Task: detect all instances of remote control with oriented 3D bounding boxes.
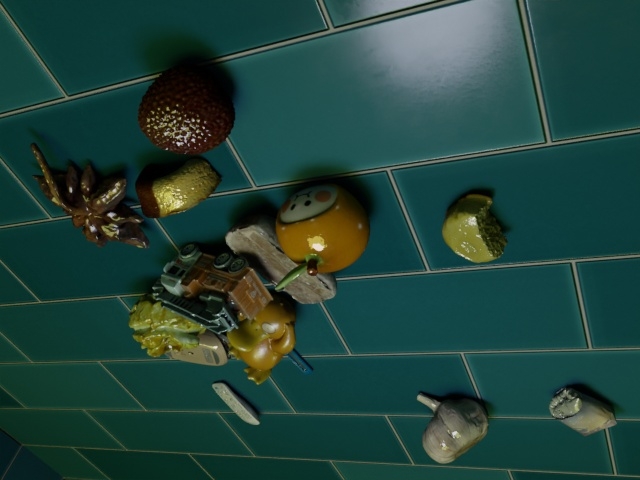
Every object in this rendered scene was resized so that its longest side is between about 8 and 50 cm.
[{"bbox_3d":[-0.289,0.571,2.337,0.073,0.044,0.229,-15,121,44],"label":"remote control"}]

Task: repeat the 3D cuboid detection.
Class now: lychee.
[{"bbox_3d":[-0.269,-0.262,1.345,0.195,0.194,0.194,10,138,10],"label":"lychee"}]

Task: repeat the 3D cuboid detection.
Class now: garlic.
[{"bbox_3d":[0.378,0.537,1.993,0.212,0.219,0.218,51,147,27],"label":"garlic"}]

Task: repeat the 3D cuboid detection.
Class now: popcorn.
[{"bbox_3d":[-0.443,0.232,1.932,0.221,0.183,0.204,-6,147,7],"label":"popcorn"}]

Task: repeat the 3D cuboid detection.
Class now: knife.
[{"bbox_3d":[-0.108,0.321,2.015,0.044,0.026,0.296,-24,123,23],"label":"knife"}]

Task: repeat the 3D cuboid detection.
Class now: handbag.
[{"bbox_3d":[0.714,0.466,1.828,0.173,0.095,0.117,29,132,-23],"label":"handbag"}]

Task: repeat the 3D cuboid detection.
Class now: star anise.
[{"bbox_3d":[-0.591,-0.092,1.691,0.293,0.108,0.349,6,136,7],"label":"star anise"}]

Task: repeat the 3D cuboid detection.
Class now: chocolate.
[{"bbox_3d":[-0.088,0.041,1.653,0.303,0.100,0.185,42,146,-18],"label":"chocolate"}]

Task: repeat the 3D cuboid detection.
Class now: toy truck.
[{"bbox_3d":[-0.302,0.126,1.719,0.338,0.184,0.133,13,143,41],"label":"toy truck"}]

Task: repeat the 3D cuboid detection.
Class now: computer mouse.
[{"bbox_3d":[-0.390,0.322,2.075,0.237,0.081,0.145,5,136,13],"label":"computer mouse"}]

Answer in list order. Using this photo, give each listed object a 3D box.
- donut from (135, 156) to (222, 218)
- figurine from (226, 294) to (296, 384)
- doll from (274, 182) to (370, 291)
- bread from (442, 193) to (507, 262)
[{"bbox_3d":[-0.353,-0.127,1.558,0.217,0.141,0.085,-9,124,22],"label":"donut"},{"bbox_3d":[-0.160,0.265,1.865,0.215,0.215,0.228,11,145,9],"label":"figurine"},{"bbox_3d":[0.000,0.000,1.474,0.214,0.236,0.213,10,143,7],"label":"doll"},{"bbox_3d":[0.327,-0.025,1.446,0.125,0.086,0.156,-4,131,37],"label":"bread"}]
